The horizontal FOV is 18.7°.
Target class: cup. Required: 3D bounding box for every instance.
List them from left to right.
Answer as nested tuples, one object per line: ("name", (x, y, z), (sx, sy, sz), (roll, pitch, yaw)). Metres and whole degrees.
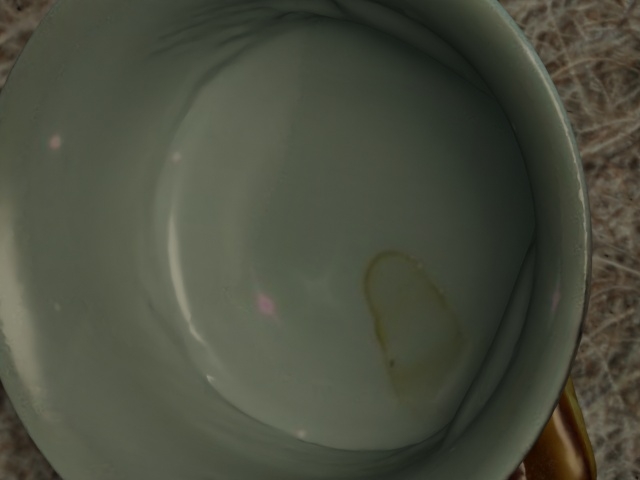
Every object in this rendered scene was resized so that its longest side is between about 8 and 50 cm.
("cup", (0.000, 0.000, 1.052), (0.347, 0.163, 0.347), (1, 92, 24))

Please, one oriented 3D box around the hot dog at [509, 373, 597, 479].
("hot dog", (0.090, 0.056, 1.158), (0.104, 0.076, 0.250), (-23, 86, 4))
